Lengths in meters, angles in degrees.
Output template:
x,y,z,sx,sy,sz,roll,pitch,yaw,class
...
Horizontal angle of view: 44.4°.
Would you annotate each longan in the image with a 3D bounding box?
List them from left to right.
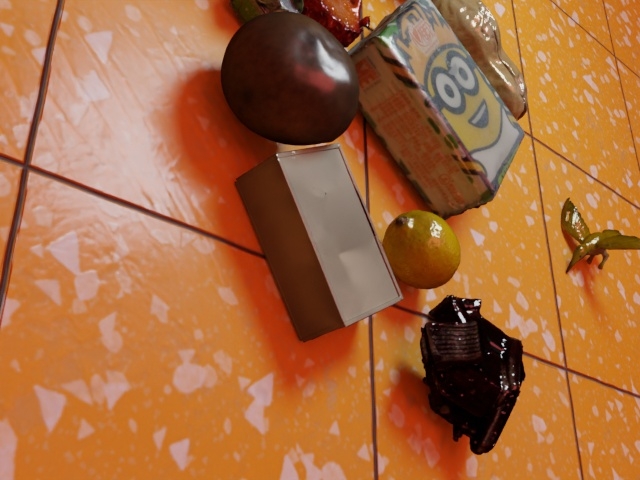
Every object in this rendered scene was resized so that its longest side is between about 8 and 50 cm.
x,y,z,sx,sy,sz,roll,pitch,yaw,class
-0.038,-0.203,1.009,0.187,0.167,0.167,34,37,20,longan

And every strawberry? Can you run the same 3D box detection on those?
x,y,z,sx,sy,sz,roll,pitch,yaw,class
0.003,-0.354,1.189,0.145,0.086,0.145,22,58,-39,strawberry

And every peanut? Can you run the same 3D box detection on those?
x,y,z,sx,sy,sz,roll,pitch,yaw,class
0.284,-0.339,1.442,0.290,0.130,0.130,56,42,-11,peanut

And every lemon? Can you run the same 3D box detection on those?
x,y,z,sx,sy,sz,roll,pitch,yaw,class
0.144,0.013,1.131,0.133,0.109,0.109,48,41,-38,lemon

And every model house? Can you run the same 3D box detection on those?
x,y,z,sx,sy,sz,roll,pitch,yaw,class
0.201,0.172,1.120,0.164,0.141,0.203,30,25,-4,model house

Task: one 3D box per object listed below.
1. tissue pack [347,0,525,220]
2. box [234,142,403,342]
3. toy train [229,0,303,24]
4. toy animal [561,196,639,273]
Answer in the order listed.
x,y,z,sx,sy,sz,roll,pitch,yaw,class
0.182,-0.219,1.270,0.311,0.128,0.228,52,41,-13,tissue pack
0.000,0.000,1.006,0.129,0.086,0.225,-17,83,-49,box
-0.046,-0.291,1.117,0.202,0.081,0.060,53,43,-22,toy train
0.544,0.021,1.554,0.155,0.219,0.095,-53,135,-7,toy animal
